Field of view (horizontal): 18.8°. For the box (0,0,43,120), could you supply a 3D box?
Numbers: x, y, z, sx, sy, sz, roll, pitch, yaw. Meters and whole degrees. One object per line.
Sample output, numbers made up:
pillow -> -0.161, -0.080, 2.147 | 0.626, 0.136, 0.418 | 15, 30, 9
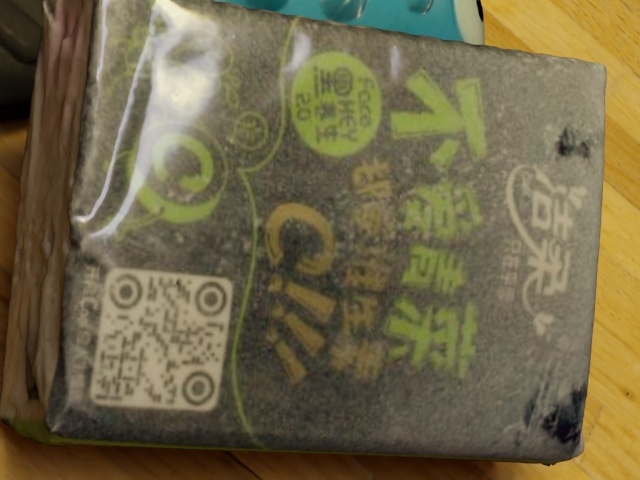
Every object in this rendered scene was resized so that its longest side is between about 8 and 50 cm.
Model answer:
box -> -0.311, -0.215, 1.286 | 0.289, 0.073, 0.290 | -8, 84, -36

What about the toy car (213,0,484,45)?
toy car -> 0.017, -0.188, 1.425 | 0.255, 0.190, 0.188 | 10, 58, -28

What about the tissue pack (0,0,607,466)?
tissue pack -> 0.000, 0.000, 1.283 | 0.394, 0.124, 0.288 | 5, 90, -28
